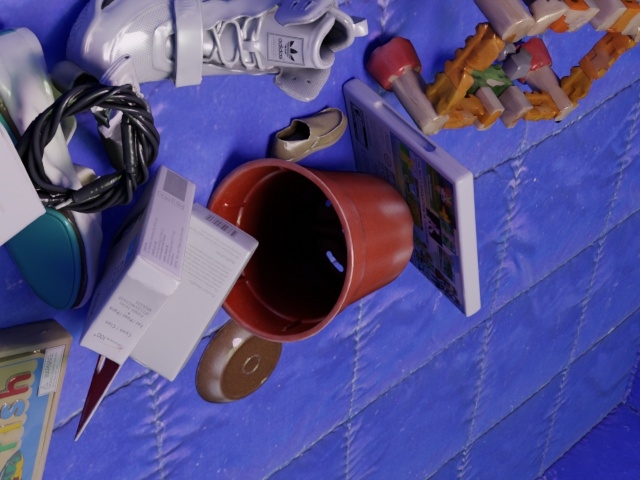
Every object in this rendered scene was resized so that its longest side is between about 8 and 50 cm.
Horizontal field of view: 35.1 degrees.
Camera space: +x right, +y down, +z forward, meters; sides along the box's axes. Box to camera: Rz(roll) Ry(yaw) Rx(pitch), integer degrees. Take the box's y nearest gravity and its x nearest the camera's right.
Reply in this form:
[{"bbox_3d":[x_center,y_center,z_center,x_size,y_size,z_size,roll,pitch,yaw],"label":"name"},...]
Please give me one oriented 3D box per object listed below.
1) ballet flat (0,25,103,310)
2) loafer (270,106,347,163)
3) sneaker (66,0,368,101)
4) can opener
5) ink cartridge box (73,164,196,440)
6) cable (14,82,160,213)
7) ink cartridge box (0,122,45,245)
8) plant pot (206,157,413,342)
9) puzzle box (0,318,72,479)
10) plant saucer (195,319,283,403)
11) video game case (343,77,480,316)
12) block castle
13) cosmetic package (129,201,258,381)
[{"bbox_3d":[-0.327,-0.081,1.217,0.139,0.139,0.400,-38,141,-26],"label":"ballet flat"},{"bbox_3d":[-0.016,-0.169,1.583,0.148,0.056,0.050,-38,149,-26],"label":"loafer"},{"bbox_3d":[-0.116,-0.253,1.245,0.365,0.210,0.137,-28,137,-35],"label":"sneaker"},{"bbox_3d":[-0.246,-0.153,1.210,0.074,0.093,0.280,-55,172,-13],"label":"can opener"},{"bbox_3d":[-0.257,0.069,1.297,0.066,0.296,0.261,30,109,-15],"label":"ink cartridge box"},{"bbox_3d":[-0.248,-0.095,1.095,0.150,0.047,0.184,22,122,-35],"label":"cable"},{"bbox_3d":[-0.464,-0.025,0.985,0.306,0.226,0.131,-40,144,-22],"label":"ink cartridge box"},{"bbox_3d":[0.000,0.000,1.586,0.265,0.272,0.273,-13,128,-57],"label":"plant pot"},{"bbox_3d":[-0.500,0.311,1.379,0.272,0.052,0.409,-10,126,-47],"label":"puzzle box"},{"bbox_3d":[-0.131,0.210,1.775,0.198,0.036,0.199,-32,139,-33],"label":"plant saucer"},{"bbox_3d":[0.153,-0.068,1.661,0.036,0.300,0.329,-31,140,-16],"label":"video game case"},{"bbox_3d":[0.319,-0.353,1.682,0.453,0.213,0.303,-11,152,-42],"label":"block castle"},{"bbox_3d":[-0.199,0.074,1.469,0.231,0.117,0.085,-57,180,12],"label":"cosmetic package"}]
